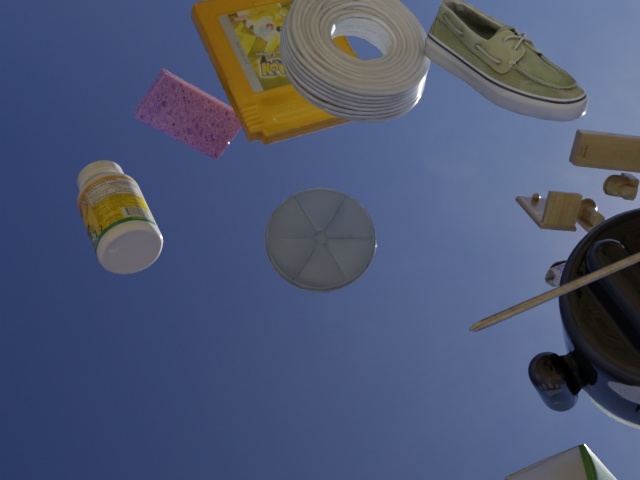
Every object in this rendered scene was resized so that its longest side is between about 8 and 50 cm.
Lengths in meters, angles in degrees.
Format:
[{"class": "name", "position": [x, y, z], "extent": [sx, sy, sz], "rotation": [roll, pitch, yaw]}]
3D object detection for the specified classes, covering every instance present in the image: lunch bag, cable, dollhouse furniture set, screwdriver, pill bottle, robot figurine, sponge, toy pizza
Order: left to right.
[{"class": "pill bottle", "position": [-0.369, -0.048, 1.498], "extent": [0.117, 0.118, 0.208], "rotation": [-14, -131, -23]}, {"class": "sponge", "position": [-0.274, -0.263, 1.765], "extent": [0.210, 0.117, 0.031], "rotation": [26, -161, -33]}, {"class": "toy pizza", "position": [0.000, 0.000, 1.507], "extent": [0.201, 0.032, 0.201], "rotation": [0, -111, -1]}, {"class": "cable", "position": [0.061, -0.317, 1.378], "extent": [0.257, 0.089, 0.257], "rotation": [17, -123, -6]}, {"class": "lunch bag", "position": [0.498, 0.064, 1.670], "extent": [0.071, 0.083, 0.053], "rotation": [-10, -97, -27]}, {"class": "dollhouse furniture set", "position": [0.404, -0.104, 1.288], "extent": [0.144, 0.151, 0.123], "rotation": [5, -158, -8]}, {"class": "screwdriver", "position": [0.147, 0.012, 0.401], "extent": [0.170, 0.025, 0.024], "rotation": [-22, -78, -19]}, {"class": "robot figurine", "position": [0.308, 0.074, 0.767], "extent": [0.209, 0.278, 0.174], "rotation": [4, -113, 22]}]

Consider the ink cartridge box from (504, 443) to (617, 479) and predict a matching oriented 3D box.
[{"class": "ink cartridge box", "position": [0.267, 0.315, 0.742], "extent": [0.219, 0.092, 0.160], "rotation": [45, -154, -24]}]

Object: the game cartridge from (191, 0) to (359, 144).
[{"class": "game cartridge", "position": [-0.068, -0.359, 1.655], "extent": [0.285, 0.053, 0.324], "rotation": [-19, -109, -22]}]

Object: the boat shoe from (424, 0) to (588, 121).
[{"class": "boat shoe", "position": [0.273, -0.275, 1.261], "extent": [0.109, 0.094, 0.302], "rotation": [-26, -133, -34]}]
